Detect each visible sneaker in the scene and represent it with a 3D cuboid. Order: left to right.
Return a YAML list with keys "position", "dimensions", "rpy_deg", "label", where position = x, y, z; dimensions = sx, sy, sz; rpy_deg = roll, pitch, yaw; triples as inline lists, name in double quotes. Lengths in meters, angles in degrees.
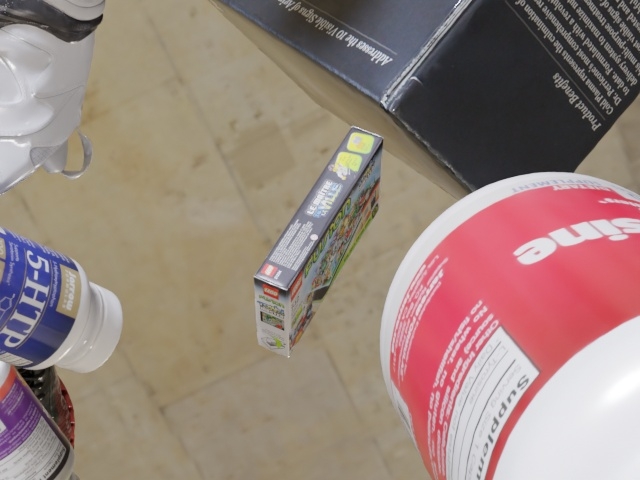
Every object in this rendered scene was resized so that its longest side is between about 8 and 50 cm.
- position: [-0.377, -0.143, 1.296]
  dimensions: [0.137, 0.365, 0.210]
  rpy_deg: [-145, 53, -66]
  label: "sneaker"
- position: [-0.346, 0.156, 1.614]
  dimensions: [0.135, 0.097, 0.276]
  rpy_deg: [-91, -6, -82]
  label: "sneaker"

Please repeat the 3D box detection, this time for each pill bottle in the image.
- position: [-0.315, 0.210, 1.421]
  dimensions: [0.193, 0.108, 0.108]
  rpy_deg: [61, -178, -28]
  label: "pill bottle"
- position: [-0.273, 0.054, 1.273]
  dimensions: [0.186, 0.112, 0.112]
  rpy_deg: [28, -152, -45]
  label: "pill bottle"
- position: [0.181, 0.114, 0.783]
  dimensions: [0.229, 0.229, 0.408]
  rpy_deg: [64, 178, -19]
  label: "pill bottle"

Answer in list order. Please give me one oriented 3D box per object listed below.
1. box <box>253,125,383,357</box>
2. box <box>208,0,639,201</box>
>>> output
- position: [0.000, 0.000, 1.364]
  dimensions: [0.036, 0.207, 0.114]
  rpy_deg: [22, 146, 16]
  label: "box"
- position: [0.174, -0.339, 1.658]
  dimensions: [0.297, 0.472, 0.480]
  rpy_deg: [42, 179, -40]
  label: "box"
